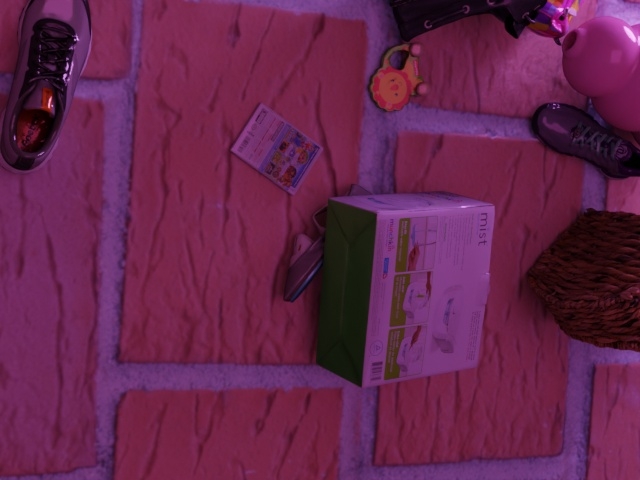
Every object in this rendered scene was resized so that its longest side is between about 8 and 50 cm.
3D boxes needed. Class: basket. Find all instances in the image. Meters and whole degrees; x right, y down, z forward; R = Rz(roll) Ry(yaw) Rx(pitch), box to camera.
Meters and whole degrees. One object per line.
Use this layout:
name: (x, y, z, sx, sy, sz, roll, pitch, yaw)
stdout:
basket: (0.499, 0.102, 1.829, 0.213, 0.299, 0.223, -46, 110, -13)

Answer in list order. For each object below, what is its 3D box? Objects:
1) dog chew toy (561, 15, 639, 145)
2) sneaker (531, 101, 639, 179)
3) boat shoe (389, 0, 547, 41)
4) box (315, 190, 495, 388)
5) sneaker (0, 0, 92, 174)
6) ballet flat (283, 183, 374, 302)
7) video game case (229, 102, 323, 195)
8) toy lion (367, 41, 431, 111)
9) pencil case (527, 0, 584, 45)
dog chew toy: (0.532, -0.254, 1.861, 0.332, 0.206, 0.206, 21, 87, -22)
sneaker: (0.456, -0.166, 1.893, 0.224, 0.098, 0.083, 22, 86, -24)
boat shoe: (0.273, -0.359, 1.740, 0.340, 0.127, 0.113, -7, 96, -4)
box: (0.129, 0.067, 1.718, 0.231, 0.127, 0.261, -6, 107, -35)
sneaker: (-0.359, -0.218, 1.527, 0.100, 0.108, 0.271, 14, 89, -22)
ballet flat: (0.000, 0.000, 1.738, 0.068, 0.072, 0.213, 42, 77, 6)
video game case: (-0.065, -0.136, 1.716, 0.122, 0.011, 0.087, 35, 81, -22)
toy lion: (0.118, -0.251, 1.776, 0.096, 0.034, 0.100, -12, 100, -15)
pencil case: (0.404, -0.431, 1.844, 0.104, 0.104, 0.236, 35, 80, -23)
